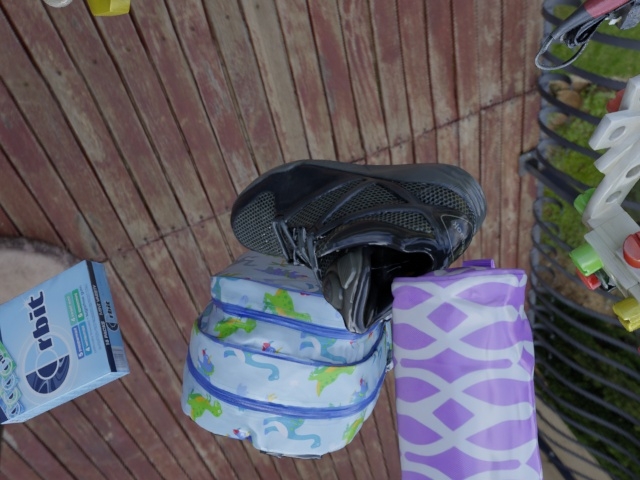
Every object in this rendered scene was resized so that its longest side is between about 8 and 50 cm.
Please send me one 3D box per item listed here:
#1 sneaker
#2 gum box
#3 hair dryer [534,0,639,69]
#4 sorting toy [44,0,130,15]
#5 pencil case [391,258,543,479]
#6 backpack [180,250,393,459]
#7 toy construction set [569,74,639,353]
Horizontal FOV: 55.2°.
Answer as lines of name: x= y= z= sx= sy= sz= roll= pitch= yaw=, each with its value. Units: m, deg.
sneaker: x=0.000 y=0.000 z=0.474 sx=0.130 sy=0.227 sz=0.087 roll=-50 pitch=133 yaw=-43
gum box: x=-0.354 y=0.135 z=0.812 sx=0.184 sy=0.157 sz=0.041 roll=-26 pitch=160 yaw=14
hair dryer: x=0.412 y=-0.323 z=0.744 sx=0.223 sy=0.080 sz=0.293 roll=-34 pitch=165 yaw=-25
sorting toy: x=-0.231 y=-0.336 z=0.569 sx=0.041 sy=0.307 sz=0.229 roll=-17 pitch=167 yaw=-41
pencil case: x=0.090 y=0.114 z=0.360 sx=0.088 sy=0.086 sz=0.206 roll=0 pitch=86 yaw=-50
backpack: x=-0.040 y=0.132 z=0.793 sx=0.290 sy=0.355 sz=0.273 roll=18 pitch=114 yaw=8
toy construction set: x=0.307 y=0.022 z=0.529 sx=0.151 sy=0.328 sz=0.215 roll=-20 pitch=148 yaw=19
